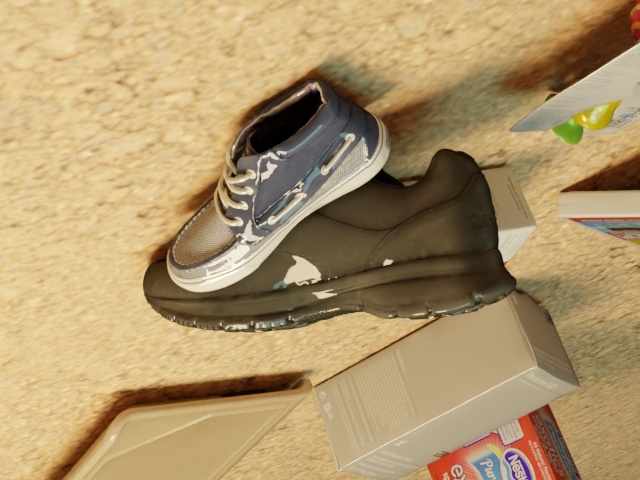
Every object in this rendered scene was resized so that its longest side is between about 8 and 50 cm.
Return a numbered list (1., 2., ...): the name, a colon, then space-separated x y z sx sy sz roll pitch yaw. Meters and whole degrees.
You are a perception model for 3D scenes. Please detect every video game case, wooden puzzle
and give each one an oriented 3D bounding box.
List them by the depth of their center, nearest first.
1. video game case: 0.368 -0.010 1.325 0.204 0.025 0.285 0 172 35
2. wooden puzzle: -0.151 0.203 1.446 0.239 0.044 0.221 -7 152 -39

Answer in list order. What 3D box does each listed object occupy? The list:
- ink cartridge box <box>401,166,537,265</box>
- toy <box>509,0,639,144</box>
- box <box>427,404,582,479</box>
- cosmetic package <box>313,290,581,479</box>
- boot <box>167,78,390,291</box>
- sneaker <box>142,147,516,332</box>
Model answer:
1. ink cartridge box: 0.080 0.001 1.178 0.150 0.063 0.109 -10 153 -26
2. toy: 0.250 -0.146 1.022 0.137 0.056 0.237 -2 155 -44
3. box: 0.200 0.252 1.567 0.128 0.257 0.123 -30 154 17
4. cosmetic package: 0.128 0.149 1.484 0.238 0.107 0.127 -29 152 23
5. boot: -0.048 -0.039 0.997 0.190 0.069 0.086 -38 146 15
6. sneaker: 0.000 0.000 1.067 0.286 0.130 0.109 -7 179 21
